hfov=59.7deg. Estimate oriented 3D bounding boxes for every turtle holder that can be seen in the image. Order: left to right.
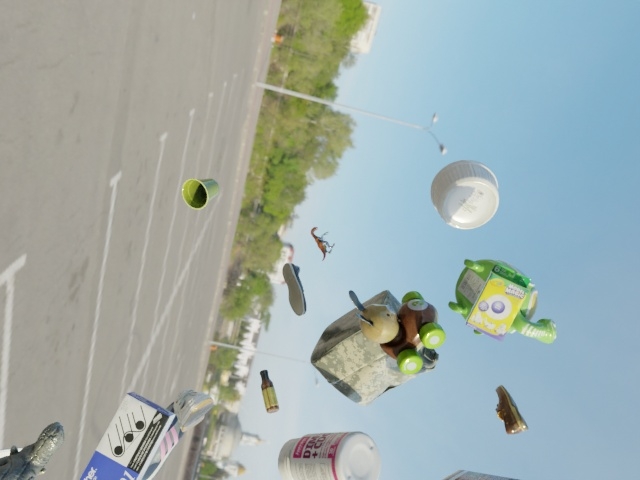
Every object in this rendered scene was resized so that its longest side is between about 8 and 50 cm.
[{"bbox_3d":[0.602,0.187,1.799,0.320,0.227,0.244,3,-93,54],"label":"turtle holder"}]

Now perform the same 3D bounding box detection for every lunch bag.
[{"bbox_3d":[0.158,0.333,1.630,0.305,0.256,0.212,-38,-173,32],"label":"lunch bag"}]

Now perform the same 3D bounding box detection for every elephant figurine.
[{"bbox_3d":[-0.522,0.406,0.879,0.239,0.169,0.186,-37,-127,44],"label":"elephant figurine"}]

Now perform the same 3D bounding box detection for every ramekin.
[{"bbox_3d":[0.445,-0.132,1.707,0.109,0.207,0.207,-85,-170,-58],"label":"ramekin"}]

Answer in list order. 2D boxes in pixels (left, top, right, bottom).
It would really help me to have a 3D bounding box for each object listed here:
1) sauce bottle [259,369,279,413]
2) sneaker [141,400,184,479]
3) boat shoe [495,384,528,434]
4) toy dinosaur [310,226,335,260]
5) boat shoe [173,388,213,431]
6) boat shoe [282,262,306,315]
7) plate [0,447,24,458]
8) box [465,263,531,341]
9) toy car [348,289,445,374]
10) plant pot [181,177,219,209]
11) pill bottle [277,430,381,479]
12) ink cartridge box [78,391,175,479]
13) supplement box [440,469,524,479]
[{"bbox_3d":[-0.156,0.452,1.675,0.042,0.042,0.128,112,-32,-52],"label":"sauce bottle"},{"bbox_3d":[-0.575,0.694,1.978,0.131,0.112,0.319,75,31,-46],"label":"sneaker"},{"bbox_3d":[0.511,0.464,1.537,0.060,0.064,0.178,-32,-162,11],"label":"boat shoe"},{"bbox_3d":[0.000,0.000,1.543,0.090,0.082,0.047,-46,163,-47],"label":"toy dinosaur"},{"bbox_3d":[-0.385,0.482,1.622,0.096,0.098,0.277,55,-34,13],"label":"boat shoe"},{"bbox_3d":[-0.076,0.171,1.974,0.075,0.064,0.206,-43,-127,37],"label":"boat shoe"},{"bbox_3d":[-0.861,0.601,1.278,0.278,0.045,0.277,-63,156,-7],"label":"plate"},{"bbox_3d":[0.461,0.160,1.440,0.179,0.105,0.043,-67,171,10],"label":"box"},{"bbox_3d":[0.143,0.167,1.188,0.149,0.188,0.155,-54,-157,16],"label":"toy car"},{"bbox_3d":[-0.311,-0.133,1.484,0.079,0.083,0.083,-37,147,-59],"label":"plant pot"},{"bbox_3d":[0.016,0.622,1.563,0.283,0.160,0.161,-23,-132,44],"label":"pill bottle"},{"bbox_3d":[-0.368,0.402,1.047,0.207,0.097,0.046,-63,175,-10],"label":"ink cartridge box"},{"bbox_3d":[0.357,0.577,1.238,0.188,0.104,0.081,-19,-97,54],"label":"supplement box"}]
